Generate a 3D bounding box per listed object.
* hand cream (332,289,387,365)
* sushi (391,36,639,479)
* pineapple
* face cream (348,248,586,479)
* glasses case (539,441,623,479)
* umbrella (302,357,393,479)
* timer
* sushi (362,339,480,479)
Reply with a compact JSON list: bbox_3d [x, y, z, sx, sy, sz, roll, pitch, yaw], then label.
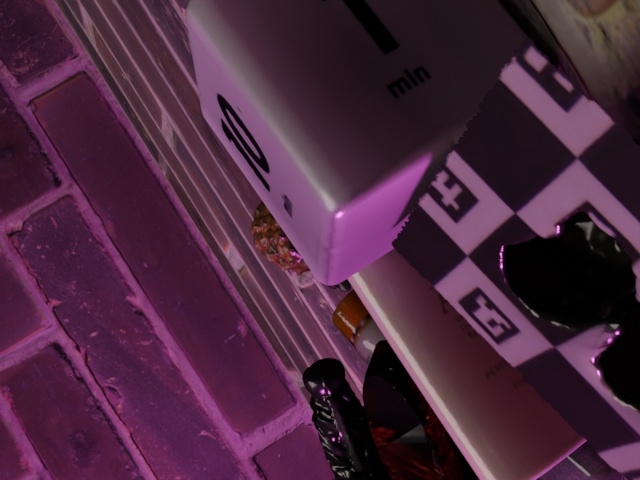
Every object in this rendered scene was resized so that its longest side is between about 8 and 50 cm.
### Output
[{"bbox_3d":[0.146,0.190,1.383,0.314,0.089,0.139,43,149,27],"label":"hand cream"},{"bbox_3d":[0.239,0.051,0.640,0.373,0.100,0.296,45,158,8],"label":"sushi"},{"bbox_3d":[0.001,0.000,1.414,0.248,0.128,0.128,26,146,59],"label":"pineapple"},{"bbox_3d":[0.115,0.037,0.910,0.348,0.174,0.081,57,145,10],"label":"face cream"},{"bbox_3d":[0.191,0.129,1.046,0.323,0.074,0.131,52,165,29],"label":"glasses case"},{"bbox_3d":[0.049,0.327,1.464,0.106,0.113,0.357,-66,-38,-57],"label":"umbrella"},{"bbox_3d":[0.032,-0.111,0.789,0.195,0.194,0.192,54,168,14],"label":"timer"},{"bbox_3d":[0.139,0.210,1.242,0.136,0.126,0.225,4,122,49],"label":"sushi"}]
